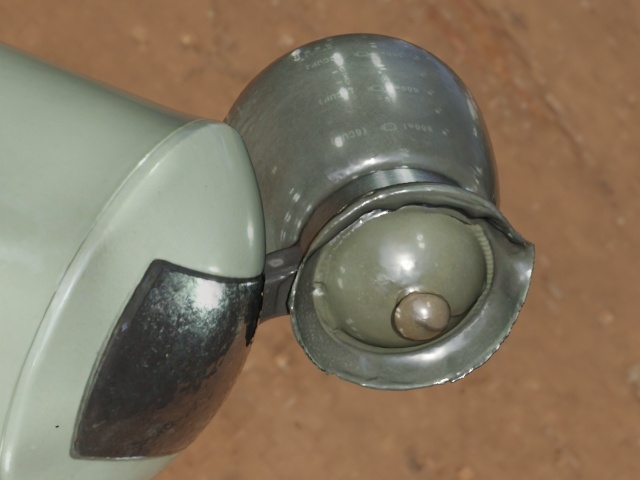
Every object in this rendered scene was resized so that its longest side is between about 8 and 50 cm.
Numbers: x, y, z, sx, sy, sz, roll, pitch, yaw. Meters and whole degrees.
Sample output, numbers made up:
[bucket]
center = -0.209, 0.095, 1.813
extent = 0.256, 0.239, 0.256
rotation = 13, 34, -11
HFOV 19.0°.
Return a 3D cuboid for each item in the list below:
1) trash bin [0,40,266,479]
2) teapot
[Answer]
[trash bin]
center = -0.246, -0.007, 1.224
extent = 0.432, 0.280, 0.280
rotation = 25, 23, 14
[teapot]
center = 0.013, -0.019, 1.439
extent = 0.305, 0.223, 0.285
rotation = 15, 24, -22
